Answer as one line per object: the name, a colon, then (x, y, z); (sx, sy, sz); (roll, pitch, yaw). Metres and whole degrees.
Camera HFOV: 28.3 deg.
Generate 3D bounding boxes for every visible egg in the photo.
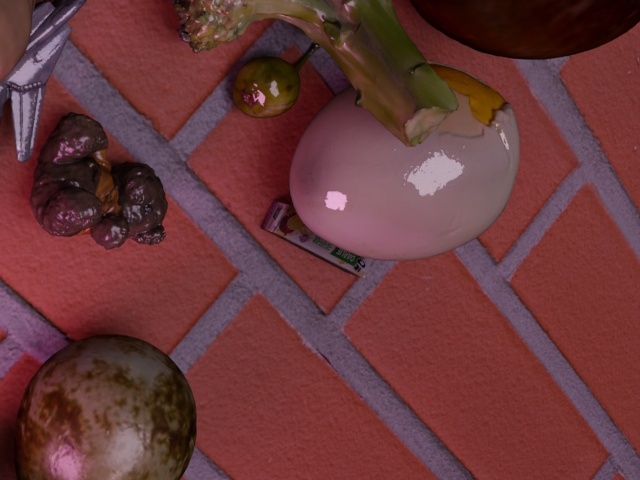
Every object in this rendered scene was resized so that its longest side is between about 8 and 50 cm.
egg: (-0.290, 0.268, 1.693); (0.238, 0.238, 0.289); (24, 80, -39)
egg: (0.117, -0.109, 1.837); (0.345, 0.283, 0.283); (-16, 116, -20)

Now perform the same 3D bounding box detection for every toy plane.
toy plane: (-0.362, -0.248, 1.562); (0.267, 0.088, 0.212); (-54, 130, -18)

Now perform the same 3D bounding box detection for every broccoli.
broccoli: (-0.021, -0.297, 1.632); (0.275, 0.353, 0.397); (-30, 112, -62)

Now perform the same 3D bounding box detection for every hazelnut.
hazelnut: (0.279, -0.451, 1.789); (0.402, 0.402, 0.429); (-40, 131, -18)

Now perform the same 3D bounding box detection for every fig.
fig: (-0.045, -0.226, 1.795); (0.166, 0.093, 0.093); (-21, 118, -30)

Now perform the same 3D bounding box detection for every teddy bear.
teddy bear: (-0.285, -0.060, 1.658); (0.190, 0.177, 0.140); (12, 144, -38)

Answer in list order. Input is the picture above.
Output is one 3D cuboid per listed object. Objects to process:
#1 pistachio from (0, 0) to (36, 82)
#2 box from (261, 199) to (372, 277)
pistachio: (-0.429, -0.275, 1.341); (0.238, 0.229, 0.321); (-45, 156, 13)
box: (0.000, 0.000, 1.941); (0.207, 0.041, 0.050); (28, 86, -40)
